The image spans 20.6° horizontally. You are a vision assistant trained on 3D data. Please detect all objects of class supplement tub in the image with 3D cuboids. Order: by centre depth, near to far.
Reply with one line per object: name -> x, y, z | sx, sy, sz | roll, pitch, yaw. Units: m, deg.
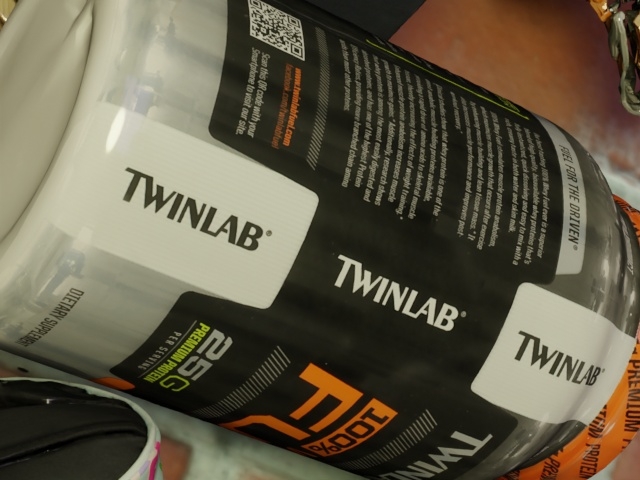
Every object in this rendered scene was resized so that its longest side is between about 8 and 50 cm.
supplement tub -> 0.000, 0.000, 0.866 | 0.338, 0.207, 0.207 | 22, 69, -26

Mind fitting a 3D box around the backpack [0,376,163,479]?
backpack -> -0.178, 0.163, 0.753 | 0.253, 0.225, 0.191 | -30, 113, -32

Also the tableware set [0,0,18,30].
tableware set -> -0.174, -0.101, 0.919 | 0.128, 0.039, 0.194 | 44, 64, -9

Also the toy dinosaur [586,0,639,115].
toy dinosaur -> 0.168, -0.227, 1.005 | 0.164, 0.218, 0.322 | 19, 70, -18

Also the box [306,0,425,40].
box -> -0.064, -0.281, 0.911 | 0.294, 0.183, 0.296 | 17, 59, -19
